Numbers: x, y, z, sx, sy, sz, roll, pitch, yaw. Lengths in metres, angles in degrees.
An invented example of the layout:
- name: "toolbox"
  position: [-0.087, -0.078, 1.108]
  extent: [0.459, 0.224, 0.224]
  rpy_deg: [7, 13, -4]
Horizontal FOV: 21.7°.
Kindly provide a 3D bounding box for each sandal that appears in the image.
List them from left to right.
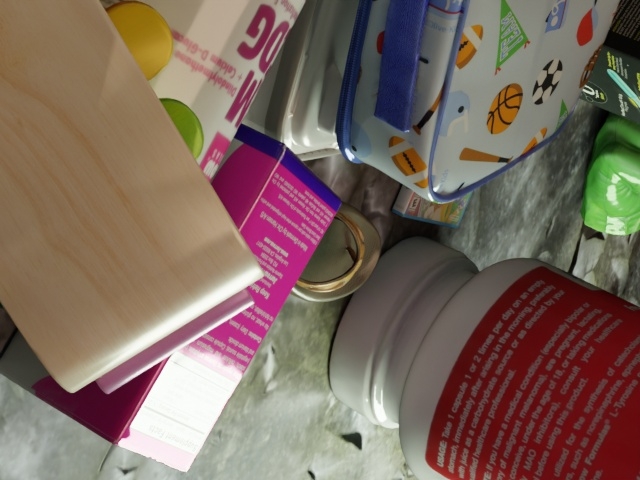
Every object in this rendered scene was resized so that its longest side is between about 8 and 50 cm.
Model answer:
- name: "sandal"
  position: [0.000, 0.000, 1.318]
  extent: [0.090, 0.060, 0.219]
  rpy_deg: [-59, 151, -7]

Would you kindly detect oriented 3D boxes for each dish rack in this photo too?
- name: "dish rack"
  position: [0.067, -0.211, 1.245]
  extent: [0.285, 0.072, 0.333]
  rpy_deg: [-16, 128, -55]

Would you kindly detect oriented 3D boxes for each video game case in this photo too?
- name: "video game case"
  position: [0.126, -0.094, 1.498]
  extent: [0.119, 0.015, 0.166]
  rpy_deg: [10, 105, -60]

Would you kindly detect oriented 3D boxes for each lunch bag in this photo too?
- name: "lunch bag"
  position: [0.118, -0.187, 1.159]
  extent: [0.243, 0.115, 0.303]
  rpy_deg: [-28, 138, -43]

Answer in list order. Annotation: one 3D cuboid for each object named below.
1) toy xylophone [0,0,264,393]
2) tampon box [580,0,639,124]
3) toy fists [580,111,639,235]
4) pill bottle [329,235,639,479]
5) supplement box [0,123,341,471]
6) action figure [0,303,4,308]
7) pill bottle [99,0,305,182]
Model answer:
- name: "toy xylophone"
  position: [-0.170, -0.055, 0.802]
  extent: [0.236, 0.081, 0.323]
  rpy_deg: [-24, 108, -5]
- name: "tampon box"
  position: [0.329, -0.179, 1.607]
  extent: [0.101, 0.161, 0.120]
  rpy_deg: [-54, 152, -17]
- name: "toy fists"
  position: [0.380, -0.123, 1.812]
  extent: [0.279, 0.096, 0.142]
  rpy_deg: [-38, 142, -36]
- name: "pill bottle"
  position: [0.218, 0.156, 1.446]
  extent: [0.229, 0.407, 0.229]
  rpy_deg: [-40, 145, -36]
- name: "supplement box"
  position: [-0.099, 0.028, 1.124]
  extent: [0.220, 0.111, 0.114]
  rpy_deg: [-59, 152, -6]
- name: "action figure"
  position: [-0.115, -0.042, 1.050]
  extent: [0.232, 0.137, 0.063]
  rpy_deg: [-64, 160, -17]
- name: "pill bottle"
  position: [-0.112, -0.107, 0.937]
  extent: [0.283, 0.160, 0.160]
  rpy_deg: [-62, 152, -1]
